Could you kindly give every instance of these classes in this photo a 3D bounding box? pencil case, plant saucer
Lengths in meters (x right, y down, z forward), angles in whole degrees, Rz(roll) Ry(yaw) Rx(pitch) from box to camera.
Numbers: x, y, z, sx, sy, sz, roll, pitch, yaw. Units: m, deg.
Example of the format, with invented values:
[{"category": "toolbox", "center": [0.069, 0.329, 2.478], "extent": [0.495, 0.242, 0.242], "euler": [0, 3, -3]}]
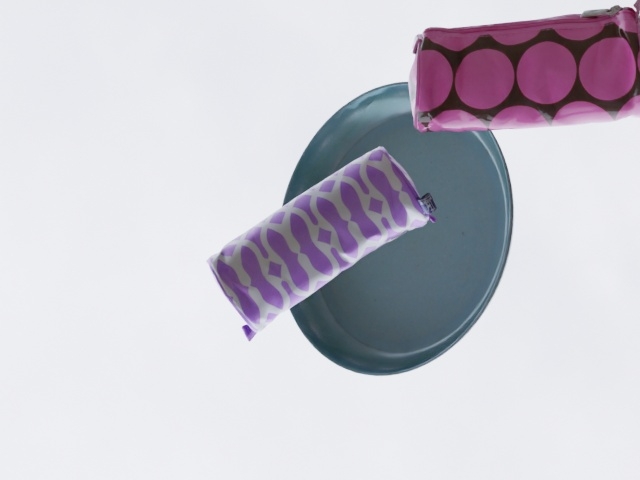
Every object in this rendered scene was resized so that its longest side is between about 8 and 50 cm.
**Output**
[{"category": "pencil case", "center": [0.000, 0.000, 1.412], "extent": [0.088, 0.206, 0.086], "euler": [58, -178, -42]}, {"category": "plant saucer", "center": [0.084, -0.011, 1.709], "extent": [0.043, 0.317, 0.317], "euler": [12, -119, -49]}, {"category": "pencil case", "center": [0.176, -0.145, 1.343], "extent": [0.095, 0.209, 0.098], "euler": [-71, -28, -57]}]
